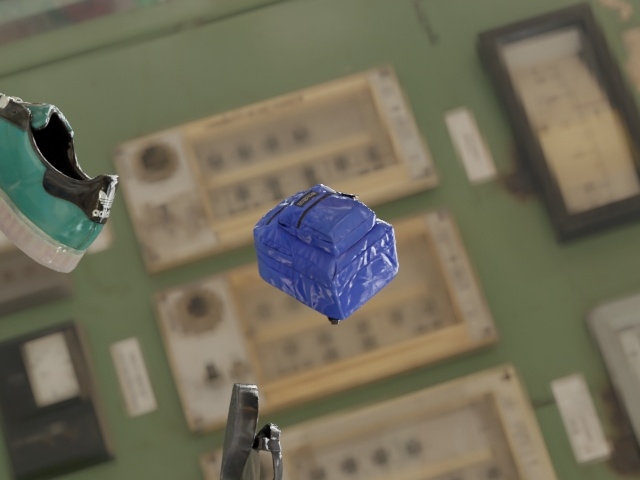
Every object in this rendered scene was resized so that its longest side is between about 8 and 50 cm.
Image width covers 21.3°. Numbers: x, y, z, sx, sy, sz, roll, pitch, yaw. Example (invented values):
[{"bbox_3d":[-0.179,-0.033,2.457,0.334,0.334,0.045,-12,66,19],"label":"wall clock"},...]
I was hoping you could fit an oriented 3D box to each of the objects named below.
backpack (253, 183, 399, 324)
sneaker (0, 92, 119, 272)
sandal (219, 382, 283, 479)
[{"bbox_3d":[0.000,0.000,1.569,0.120,0.098,0.101,23,-47,39],"label":"backpack"},{"bbox_3d":[-0.319,-0.109,1.706,0.302,0.121,0.108,43,15,14],"label":"sneaker"},{"bbox_3d":[-0.060,0.205,1.594,0.254,0.054,0.097,91,5,-64],"label":"sandal"}]
